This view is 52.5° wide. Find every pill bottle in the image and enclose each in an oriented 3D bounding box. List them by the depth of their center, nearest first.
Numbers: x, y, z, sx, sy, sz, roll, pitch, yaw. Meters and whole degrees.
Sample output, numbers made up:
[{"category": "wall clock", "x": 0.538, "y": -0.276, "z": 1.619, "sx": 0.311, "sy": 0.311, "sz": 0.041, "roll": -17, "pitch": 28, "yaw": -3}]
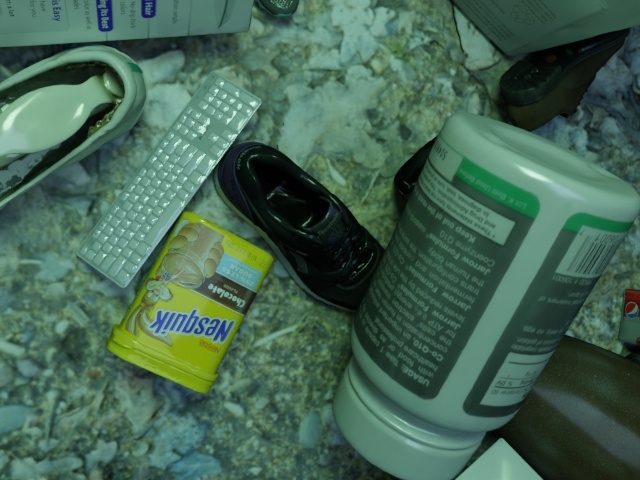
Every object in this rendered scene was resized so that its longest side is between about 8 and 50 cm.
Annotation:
[{"category": "pill bottle", "x": 0.153, "y": 0.067, "z": 0.692, "sx": 0.204, "sy": 0.204, "sz": 0.361, "roll": 14, "pitch": 114, "yaw": -21}]

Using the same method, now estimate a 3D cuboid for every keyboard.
[{"category": "keyboard", "x": -0.165, "y": -0.070, "z": 0.714, "sx": 0.072, "sy": 0.014, "sz": 0.256, "roll": 32, "pitch": 82, "yaw": 18}]

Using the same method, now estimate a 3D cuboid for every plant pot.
[{"category": "plant pot", "x": 0.298, "y": 0.204, "z": 0.850, "sx": 0.230, "sy": 0.215, "sz": 0.215, "roll": 34, "pitch": 83, "yaw": -6}]

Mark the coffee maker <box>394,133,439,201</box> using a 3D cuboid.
[{"category": "coffee maker", "x": 0.178, "y": -0.031, "z": 0.810, "sx": 0.178, "sy": 0.120, "sz": 0.171, "roll": 41, "pitch": 81, "yaw": -19}]

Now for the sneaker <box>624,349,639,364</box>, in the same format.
[{"category": "sneaker", "x": 0.474, "y": 0.278, "z": 0.971, "sx": 0.130, "sy": 0.087, "sz": 0.227, "roll": -2, "pitch": 93, "yaw": -19}]

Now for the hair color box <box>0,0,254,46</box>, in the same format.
[{"category": "hair color box", "x": -0.225, "y": -0.280, "z": 0.590, "sx": 0.339, "sy": 0.185, "sz": 0.110, "roll": -9, "pitch": 67, "yaw": -19}]

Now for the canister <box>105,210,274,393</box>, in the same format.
[{"category": "canister", "x": -0.142, "y": 0.067, "z": 0.726, "sx": 0.126, "sy": 0.073, "sz": 0.170, "roll": 29, "pitch": 83, "yaw": -21}]

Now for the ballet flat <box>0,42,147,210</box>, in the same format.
[{"category": "ballet flat", "x": -0.340, "y": -0.069, "z": 0.607, "sx": 0.400, "sy": 0.139, "sz": 0.139, "roll": -36, "pitch": 106, "yaw": -13}]

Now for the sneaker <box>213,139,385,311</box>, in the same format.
[{"category": "sneaker", "x": 0.000, "y": 0.000, "z": 0.743, "sx": 0.283, "sy": 0.124, "sz": 0.107, "roll": 40, "pitch": 82, "yaw": -20}]

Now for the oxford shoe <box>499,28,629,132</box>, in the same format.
[{"category": "oxford shoe", "x": 0.332, "y": -0.223, "z": 0.881, "sx": 0.227, "sy": 0.083, "sz": 0.096, "roll": -35, "pitch": 129, "yaw": -16}]

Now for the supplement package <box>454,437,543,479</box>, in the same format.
[{"category": "supplement package", "x": 0.203, "y": 0.400, "z": 0.755, "sx": 0.199, "sy": 0.198, "sz": 0.262, "roll": -37, "pitch": 150, "yaw": -13}]

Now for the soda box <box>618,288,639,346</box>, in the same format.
[{"category": "soda box", "x": 0.595, "y": 0.125, "z": 0.995, "sx": 0.263, "sy": 0.092, "sz": 0.083, "roll": 4, "pitch": 93, "yaw": -21}]

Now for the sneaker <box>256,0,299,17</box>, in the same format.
[{"category": "sneaker", "x": -0.050, "y": -0.335, "z": 0.717, "sx": 0.065, "sy": 0.076, "sz": 0.166, "roll": -12, "pitch": 99, "yaw": -18}]

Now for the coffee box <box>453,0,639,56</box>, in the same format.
[{"category": "coffee box", "x": 0.287, "y": -0.456, "z": 0.691, "sx": 0.338, "sy": 0.338, "sz": 0.334, "roll": 38, "pitch": 81, "yaw": -20}]
